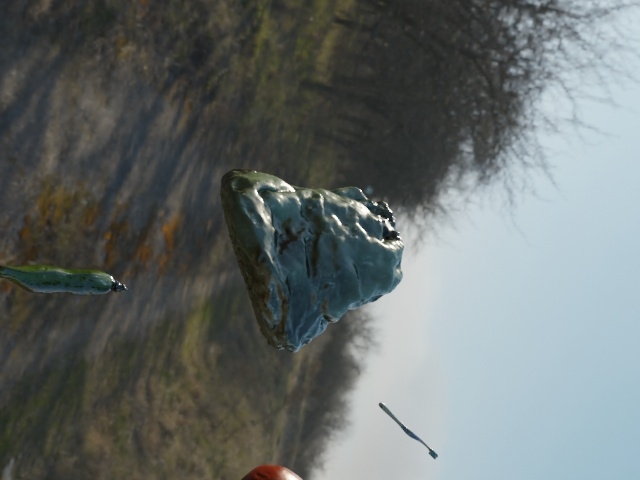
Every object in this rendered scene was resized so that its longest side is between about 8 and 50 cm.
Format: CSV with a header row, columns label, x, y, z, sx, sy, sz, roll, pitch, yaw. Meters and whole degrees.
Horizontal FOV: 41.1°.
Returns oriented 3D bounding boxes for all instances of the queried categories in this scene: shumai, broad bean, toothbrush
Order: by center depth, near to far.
label,x,y,z,sx,sy,sz,roll,pitch,yaw
shumai,0.000,0.000,1.302,0.304,0.263,0.309,88,-16,-55
toothbrush,0.181,0.391,1.762,0.014,0.162,0.017,-51,171,30
broad bean,-0.600,0.092,1.962,0.077,0.339,0.061,-33,-121,46

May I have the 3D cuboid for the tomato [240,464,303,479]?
label,x,y,z,sx,sy,sz,roll,pitch,yaw
tomato,-0.114,0.623,1.855,0.180,0.260,0.260,17,86,-74
